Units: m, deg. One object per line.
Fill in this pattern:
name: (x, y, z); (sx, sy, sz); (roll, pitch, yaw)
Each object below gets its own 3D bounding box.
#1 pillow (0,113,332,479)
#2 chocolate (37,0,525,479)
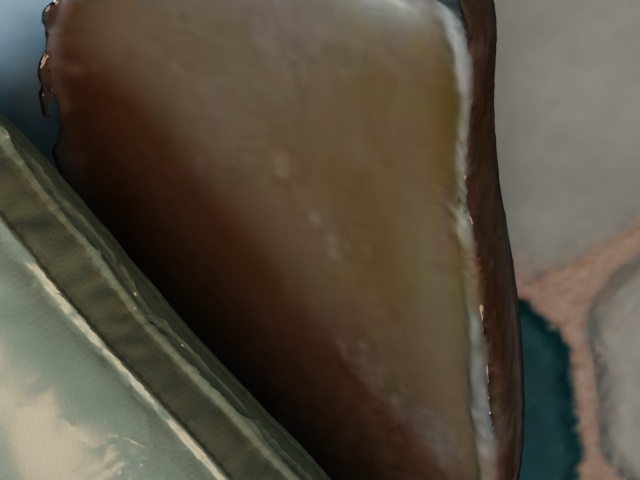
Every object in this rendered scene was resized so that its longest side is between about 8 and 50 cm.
pillow: (-0.114, 0.107, 0.672); (0.255, 0.120, 0.322); (-37, 99, 29)
chocolate: (0.000, -0.002, 0.675); (0.161, 0.083, 0.261); (13, 128, 23)
